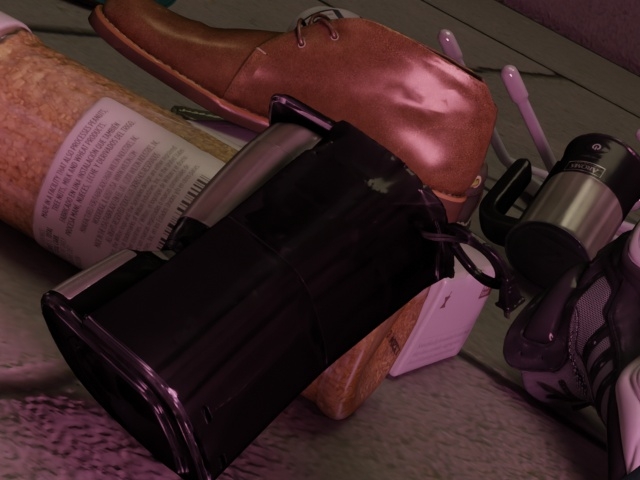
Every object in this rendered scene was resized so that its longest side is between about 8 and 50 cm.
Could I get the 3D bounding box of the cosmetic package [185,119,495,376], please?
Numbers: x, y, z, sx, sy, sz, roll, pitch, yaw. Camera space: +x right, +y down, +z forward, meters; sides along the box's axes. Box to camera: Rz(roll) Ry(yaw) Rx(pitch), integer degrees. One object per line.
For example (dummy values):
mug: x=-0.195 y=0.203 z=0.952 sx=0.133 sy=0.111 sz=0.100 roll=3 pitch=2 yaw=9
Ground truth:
cosmetic package: x=0.000 y=0.000 z=1.158 sx=0.231 sy=0.085 sz=0.117 roll=33 pitch=18 yaw=21

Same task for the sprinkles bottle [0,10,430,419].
sprinkles bottle: x=-0.108 y=-0.023 z=1.010 sx=0.355 sy=0.121 sz=0.121 roll=29 pitch=17 yaw=13

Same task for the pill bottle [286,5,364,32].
pill bottle: x=0.018 y=-0.185 z=1.710 sx=0.108 sy=0.108 sz=0.180 roll=19 pitch=17 yaw=-18

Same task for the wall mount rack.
wall mount rack: x=0.262 y=-0.090 z=1.680 sx=0.304 sy=0.130 sz=0.350 roll=20 pitch=10 yaw=-19

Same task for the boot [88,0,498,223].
boot: x=-0.017 y=-0.127 z=1.181 sx=0.305 sy=0.115 sz=0.112 roll=24 pitch=16 yaw=-1

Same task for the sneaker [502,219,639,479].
sneaker: x=0.202 y=0.104 z=1.103 sx=0.101 sy=0.153 sz=0.268 roll=36 pitch=46 yaw=-24

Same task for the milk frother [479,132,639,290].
milk frother: x=0.225 y=-0.001 z=1.481 sx=0.129 sy=0.143 sz=0.135 roll=0 pitch=38 yaw=40

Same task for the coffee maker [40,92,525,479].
coffee maker: x=-0.027 y=0.029 z=0.819 sx=0.171 sy=0.178 sz=0.120 roll=18 pitch=-36 yaw=51

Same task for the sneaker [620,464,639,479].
sneaker: x=0.137 y=0.136 z=0.659 sx=0.130 sy=0.236 sz=0.323 roll=19 pitch=18 yaw=-19

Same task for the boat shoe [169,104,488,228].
boat shoe: x=0.003 y=-0.066 z=1.345 sx=0.305 sy=0.091 sz=0.109 roll=16 pitch=19 yaw=-28

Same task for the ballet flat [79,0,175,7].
ballet flat: x=-0.279 y=-0.305 z=1.694 sx=0.280 sy=0.095 sz=0.096 roll=12 pitch=9 yaw=-37
